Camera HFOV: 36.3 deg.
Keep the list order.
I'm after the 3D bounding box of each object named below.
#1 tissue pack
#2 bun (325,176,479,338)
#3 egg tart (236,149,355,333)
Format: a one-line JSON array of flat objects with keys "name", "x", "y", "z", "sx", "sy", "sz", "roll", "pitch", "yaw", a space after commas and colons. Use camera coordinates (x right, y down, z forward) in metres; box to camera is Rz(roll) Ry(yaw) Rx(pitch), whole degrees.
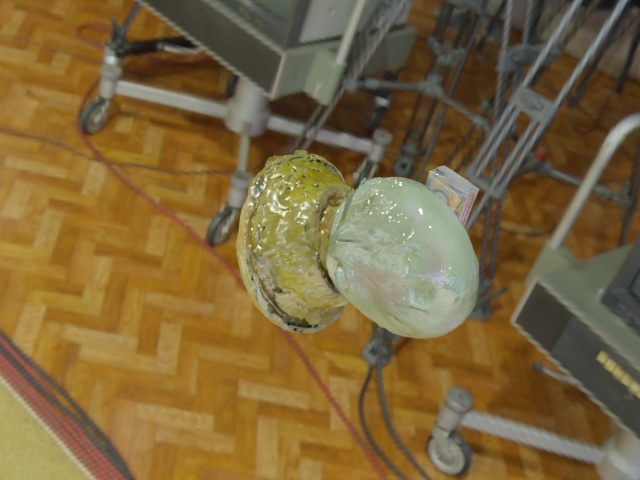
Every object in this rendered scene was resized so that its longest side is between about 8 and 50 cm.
[{"name": "tissue pack", "x": 0.281, "y": -0.079, "z": 2.202, "sx": 0.109, "sy": 0.148, "sz": 0.060, "roll": 38, "pitch": 44, "yaw": 28}, {"name": "bun", "x": 0.110, "y": 0.044, "z": 1.539, "sx": 0.179, "sy": 0.283, "sz": 0.283, "roll": -34, "pitch": 59, "yaw": -27}, {"name": "egg tart", "x": 0.000, "y": 0.000, "z": 1.737, "sx": 0.132, "sy": 0.345, "sz": 0.345, "roll": -6, "pitch": 19, "yaw": 36}]
